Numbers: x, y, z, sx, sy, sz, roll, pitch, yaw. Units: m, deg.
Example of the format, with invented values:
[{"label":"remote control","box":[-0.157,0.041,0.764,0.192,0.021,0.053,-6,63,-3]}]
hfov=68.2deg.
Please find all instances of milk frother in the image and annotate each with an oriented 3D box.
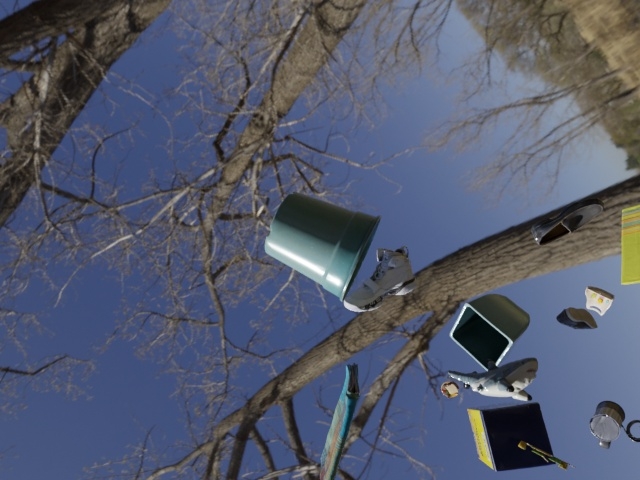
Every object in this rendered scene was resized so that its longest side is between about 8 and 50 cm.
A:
[{"label":"milk frother","box":[0.949,0.591,1.496,0.135,0.143,0.129,-7,-98,-52]}]

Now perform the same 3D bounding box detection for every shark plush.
[{"label":"shark plush","box":[0.307,0.242,0.839,0.073,0.161,0.067,24,-116,-24]}]

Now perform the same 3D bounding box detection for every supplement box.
[{"label":"supplement box","box":[0.666,0.689,1.693,0.356,0.195,0.195,64,-163,-69]}]

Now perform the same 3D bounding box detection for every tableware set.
[{"label":"tableware set","box":[0.656,0.633,1.391,0.104,0.154,0.024,32,-102,-25]}]

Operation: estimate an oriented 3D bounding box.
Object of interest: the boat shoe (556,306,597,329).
[{"label":"boat shoe","box":[0.964,0.298,1.777,0.206,0.065,0.075,17,-132,-32]}]

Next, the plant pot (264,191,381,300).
[{"label":"plant pot","box":[0.000,0.000,1.715,0.335,0.340,0.341,24,-144,8]}]

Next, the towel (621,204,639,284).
[{"label":"towel","box":[0.897,0.007,1.325,0.021,0.102,0.237,21,-110,-20]}]

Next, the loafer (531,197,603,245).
[{"label":"loafer","box":[0.592,-0.038,1.128,0.062,0.170,0.061,41,-144,-16]}]

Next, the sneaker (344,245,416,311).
[{"label":"sneaker","box":[0.251,0.158,2.049,0.366,0.137,0.210,-19,-67,-23]}]

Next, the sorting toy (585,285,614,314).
[{"label":"sorting toy","box":[0.881,0.194,1.496,0.045,0.075,0.083,-5,-153,-35]}]

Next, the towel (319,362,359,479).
[{"label":"towel","box":[0.053,0.594,1.472,0.040,0.369,0.271,16,-175,2]}]

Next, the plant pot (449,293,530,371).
[{"label":"plant pot","box":[0.780,0.381,2.105,0.253,0.246,0.248,-24,-128,-31]}]

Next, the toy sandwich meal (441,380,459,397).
[{"label":"toy sandwich meal","box":[0.591,0.681,2.153,0.085,0.086,0.029,58,-155,4]}]
